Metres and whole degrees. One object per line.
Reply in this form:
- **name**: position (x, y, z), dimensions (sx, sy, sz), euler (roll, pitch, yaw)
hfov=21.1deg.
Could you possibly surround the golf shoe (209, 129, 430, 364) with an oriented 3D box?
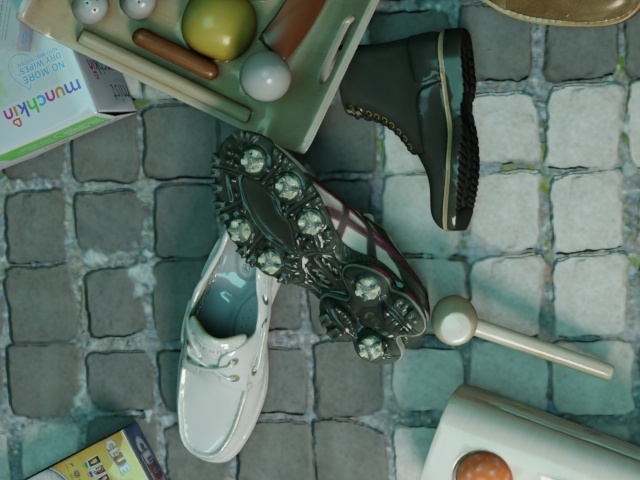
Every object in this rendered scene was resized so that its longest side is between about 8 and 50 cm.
- **golf shoe**: position (0.000, 0.000, 1.685), dimensions (0.105, 0.120, 0.273), euler (-40, 93, 26)

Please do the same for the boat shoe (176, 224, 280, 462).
- **boat shoe**: position (-0.102, 0.098, 1.746), dimensions (0.098, 0.096, 0.277), euler (13, 99, 13)

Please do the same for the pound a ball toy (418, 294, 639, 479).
- **pound a ball toy**: position (0.224, 0.202, 1.637), dimensions (0.319, 0.136, 0.208), euler (20, 100, 10)

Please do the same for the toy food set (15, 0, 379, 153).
- **toy food set**: position (-0.106, -0.244, 1.651), dimensions (0.306, 0.092, 0.219), euler (25, 88, -11)

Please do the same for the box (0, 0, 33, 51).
- **box**: position (-0.363, -0.271, 1.677), dimensions (0.186, 0.038, 0.145), euler (13, 97, 14)

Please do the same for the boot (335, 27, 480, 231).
- **boot**: position (0.082, -0.105, 1.697), dimensions (0.137, 0.077, 0.198), euler (-2, 82, 19)

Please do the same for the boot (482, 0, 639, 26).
- **boot**: position (0.163, -0.279, 1.630), dimensions (0.305, 0.115, 0.112), euler (22, 99, 10)

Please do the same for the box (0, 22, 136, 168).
- **box**: position (-0.358, -0.187, 1.768), dimensions (0.262, 0.127, 0.231), euler (-21, 89, 14)

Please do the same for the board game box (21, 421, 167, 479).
- **board game box**: position (-0.212, 0.337, 1.828), dimensions (0.165, 0.042, 0.243), euler (-28, 89, 16)
